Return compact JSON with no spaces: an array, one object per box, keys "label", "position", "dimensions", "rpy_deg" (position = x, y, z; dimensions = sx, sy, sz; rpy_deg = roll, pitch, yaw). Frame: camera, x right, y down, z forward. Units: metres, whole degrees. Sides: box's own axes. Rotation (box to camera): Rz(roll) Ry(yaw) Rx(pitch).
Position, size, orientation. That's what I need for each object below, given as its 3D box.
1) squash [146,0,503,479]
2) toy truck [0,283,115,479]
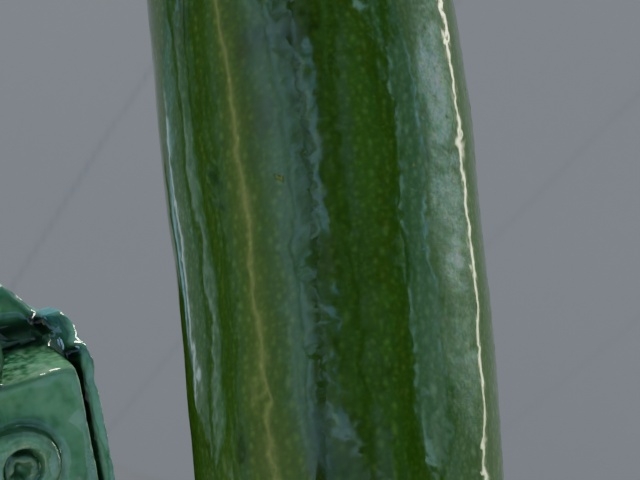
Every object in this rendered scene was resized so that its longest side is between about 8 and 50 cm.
[{"label":"squash","position":[0.001,-0.001,0.468],"dimensions":[0.082,0.293,0.082],"rpy_deg":[-6,-9,-1]},{"label":"toy truck","position":[-0.213,0.116,0.671],"dimensions":[0.278,0.156,0.155],"rpy_deg":[-16,-74,-23]}]
